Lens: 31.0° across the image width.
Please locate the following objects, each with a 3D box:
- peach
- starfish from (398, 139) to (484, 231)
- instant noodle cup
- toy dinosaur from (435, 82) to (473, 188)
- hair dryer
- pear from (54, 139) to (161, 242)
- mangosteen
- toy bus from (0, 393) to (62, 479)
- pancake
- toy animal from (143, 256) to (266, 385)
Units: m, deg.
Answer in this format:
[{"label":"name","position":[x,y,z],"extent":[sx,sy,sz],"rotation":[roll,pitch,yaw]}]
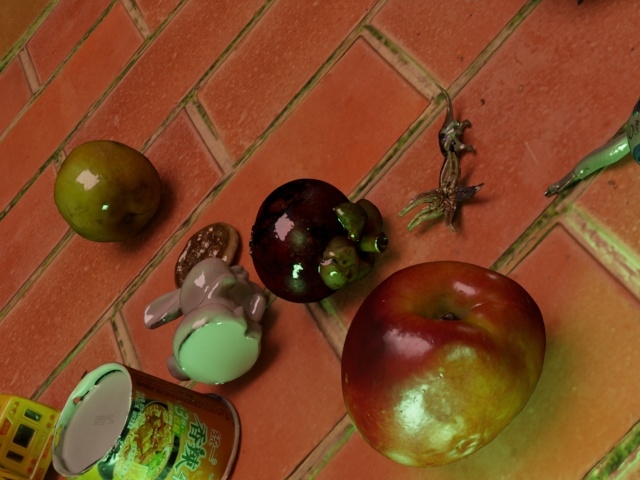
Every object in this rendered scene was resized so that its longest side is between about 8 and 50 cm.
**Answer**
[{"label":"peach","position":[0.134,0.135,1.271],"extent":[0.243,0.243,0.199],"rotation":[-45,54,13]},{"label":"starfish","position":[0.174,-0.069,1.545],"extent":[0.133,0.041,0.130],"rotation":[2,71,43]},{"label":"instant noodle cup","position":[-0.255,0.286,1.632],"extent":[0.230,0.182,0.230],"rotation":[-29,42,30]},{"label":"toy dinosaur","position":[0.186,-0.149,1.606],"extent":[0.058,0.037,0.180],"rotation":[-19,48,34]},{"label":"hair dryer","position":[0.362,-0.136,1.392],"extent":[0.199,0.067,0.167],"rotation":[-25,33,57]},{"label":"pear","position":[-0.386,-0.088,2.103],"extent":[0.200,0.200,0.200],"rotation":[-30,41,31]},{"label":"mangosteen","position":[0.000,0.000,1.603],"extent":[0.200,0.200,0.200],"rotation":[-30,41,31]},{"label":"toy bus","position":[-0.578,0.334,2.001],"extent":[0.330,0.152,0.144],"rotation":[-5,59,48]},{"label":"pancake","position":[-0.191,0.034,1.905],"extent":[0.158,0.028,0.158],"rotation":[-33,39,32]},{"label":"toy animal","position":[-0.165,0.124,1.701],"extent":[0.178,0.127,0.193],"rotation":[-46,30,9]}]
